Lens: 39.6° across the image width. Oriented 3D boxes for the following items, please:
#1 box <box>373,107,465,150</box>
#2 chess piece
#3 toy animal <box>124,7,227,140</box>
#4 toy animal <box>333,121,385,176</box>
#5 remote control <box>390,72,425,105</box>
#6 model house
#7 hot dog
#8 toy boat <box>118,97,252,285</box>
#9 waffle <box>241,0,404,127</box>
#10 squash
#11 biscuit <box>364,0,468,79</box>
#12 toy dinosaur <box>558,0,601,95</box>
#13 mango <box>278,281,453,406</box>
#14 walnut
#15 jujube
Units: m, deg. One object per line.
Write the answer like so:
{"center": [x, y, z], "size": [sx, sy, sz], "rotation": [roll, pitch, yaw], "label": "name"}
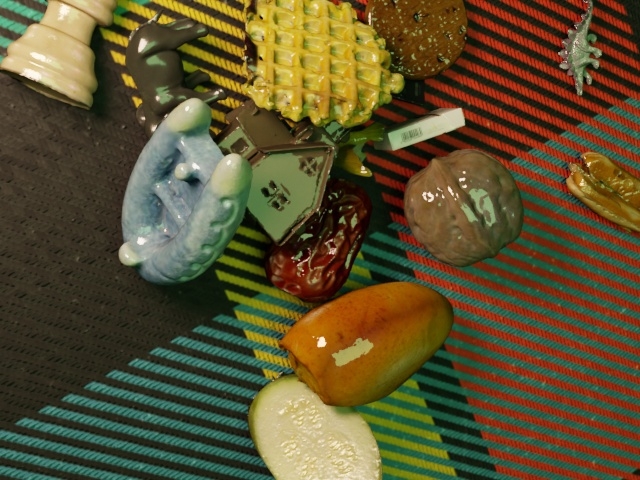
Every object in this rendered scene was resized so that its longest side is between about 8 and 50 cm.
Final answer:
{"center": [0.180, -0.206, 1.644], "size": [0.154, 0.084, 0.040], "rotation": [-21, 101, -16], "label": "box"}
{"center": [-0.382, -0.378, 1.415], "size": [0.139, 0.124, 0.307], "rotation": [20, 86, 9], "label": "chess piece"}
{"center": [-0.244, -0.256, 1.477], "size": [0.146, 0.114, 0.245], "rotation": [-27, 107, -25], "label": "toy animal"}
{"center": [0.042, -0.157, 1.601], "size": [0.095, 0.219, 0.155], "rotation": [13, 130, -37], "label": "toy animal"}
{"center": [0.081, -0.296, 1.619], "size": [0.245, 0.025, 0.063], "rotation": [12, 63, -21], "label": "remote control"}
{"center": [-0.060, -0.153, 1.494], "size": [0.243, 0.211, 0.204], "rotation": [-41, 110, -6], "label": "model house"}
{"center": [0.611, -0.088, 1.822], "size": [0.269, 0.072, 0.109], "rotation": [31, 88, -19], "label": "hot dog"}
{"center": [-0.236, -0.058, 1.405], "size": [0.123, 0.330, 0.215], "rotation": [-19, 65, -43], "label": "toy boat"}
{"center": [-0.017, -0.316, 1.488], "size": [0.307, 0.060, 0.312], "rotation": [-21, 65, -33], "label": "waffle"}
{"center": [-0.011, 0.351, 1.552], "size": [0.189, 0.260, 0.189], "rotation": [-3, 100, -18], "label": "squash"}
{"center": [0.176, -0.396, 1.638], "size": [0.212, 0.036, 0.212], "rotation": [-1, 92, -20], "label": "biscuit"}
{"center": [0.519, -0.393, 1.767], "size": [0.082, 0.039, 0.209], "rotation": [5, 94, -19], "label": "toy dinosaur"}
{"center": [0.104, 0.180, 1.604], "size": [0.350, 0.199, 0.201], "rotation": [-19, 85, -25], "label": "mango"}
{"center": [0.262, -0.064, 1.636], "size": [0.224, 0.224, 0.224], "rotation": [-3, 97, -19], "label": "walnut"}
{"center": [0.000, 0.000, 1.574], "size": [0.155, 0.155, 0.230], "rotation": [34, 75, -20], "label": "jujube"}
